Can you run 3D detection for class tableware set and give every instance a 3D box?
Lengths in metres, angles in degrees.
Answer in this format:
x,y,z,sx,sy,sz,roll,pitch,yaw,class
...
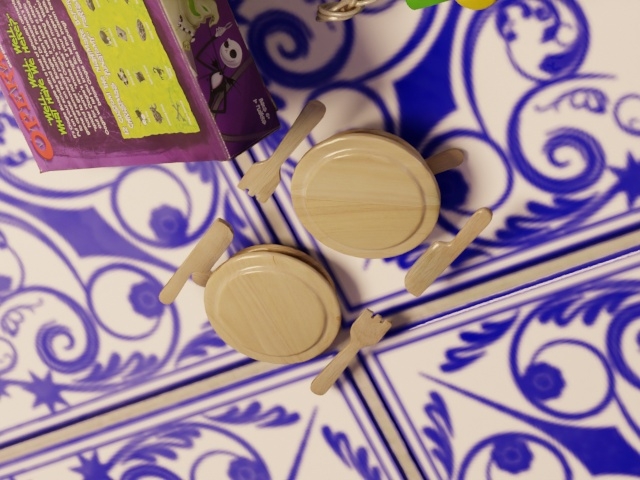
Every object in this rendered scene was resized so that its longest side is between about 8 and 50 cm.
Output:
x,y,z,sx,sy,sz,roll,pitch,yaw,class
0.000,0.000,1.082,0.128,0.039,0.194,32,127,-12,tableware set

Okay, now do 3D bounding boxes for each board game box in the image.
x,y,z,sx,sy,sz,roll,pitch,yaw,class
-0.161,-0.201,0.980,0.208,0.056,0.347,-2,117,48,board game box

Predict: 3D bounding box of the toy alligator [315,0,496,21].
x,y,z,sx,sy,sz,roll,pitch,yaw,class
0.080,-0.154,0.966,0.189,0.056,0.051,-6,113,21,toy alligator
